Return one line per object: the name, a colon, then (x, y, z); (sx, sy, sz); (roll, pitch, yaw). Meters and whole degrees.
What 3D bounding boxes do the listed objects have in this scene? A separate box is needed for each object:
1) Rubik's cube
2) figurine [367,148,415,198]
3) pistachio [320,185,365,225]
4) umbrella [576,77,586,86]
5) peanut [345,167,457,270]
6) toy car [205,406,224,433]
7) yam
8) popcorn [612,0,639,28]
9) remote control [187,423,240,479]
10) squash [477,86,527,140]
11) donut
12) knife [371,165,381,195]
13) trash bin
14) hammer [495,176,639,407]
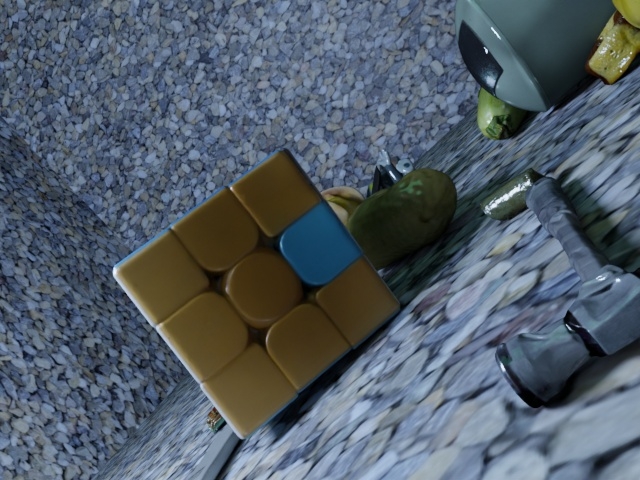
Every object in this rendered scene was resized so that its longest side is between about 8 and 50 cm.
Rubik's cube: (-0.102, 0.080, 0.955); (0.291, 0.291, 0.290); (-38, 1, -14)
figurine: (0.203, -0.136, 1.513); (0.140, 0.193, 0.265); (-11, 1, -40)
pistachio: (0.000, 0.000, 1.583); (0.309, 0.230, 0.230); (-53, -3, 38)
umbrella: (0.538, -0.341, 1.223); (0.122, 0.013, 0.022); (-47, -16, -26)
peanut: (0.138, -0.039, 1.131); (0.147, 0.147, 0.319); (-45, 1, -31)
toy car: (-0.205, 0.350, 1.242); (0.059, 0.035, 0.122); (-48, 6, -15)
yam: (0.250, -0.056, 0.790); (0.094, 0.043, 0.043); (-43, 3, 46)
popcorn: (0.351, -0.242, 0.350); (0.297, 0.281, 0.316); (-8, -40, -14)
remote control: (-0.151, 0.326, 0.961); (0.067, 0.029, 0.261); (-41, 1, 17)
squash: (0.395, -0.291, 1.387); (0.137, 0.137, 0.287); (-41, 6, 43)
donut: (0.480, -0.319, 0.990); (0.140, 0.059, 0.140); (-60, -6, -11)
knife: (0.127, -0.073, 1.485); (0.060, 0.028, 0.230); (151, 126, -70)
trash bin: (0.461, -0.445, 1.140); (0.432, 0.280, 0.280); (-38, 4, 17)
hammer: (0.211, -0.003, 0.545); (0.152, 0.044, 0.427); (-42, 3, 17)
